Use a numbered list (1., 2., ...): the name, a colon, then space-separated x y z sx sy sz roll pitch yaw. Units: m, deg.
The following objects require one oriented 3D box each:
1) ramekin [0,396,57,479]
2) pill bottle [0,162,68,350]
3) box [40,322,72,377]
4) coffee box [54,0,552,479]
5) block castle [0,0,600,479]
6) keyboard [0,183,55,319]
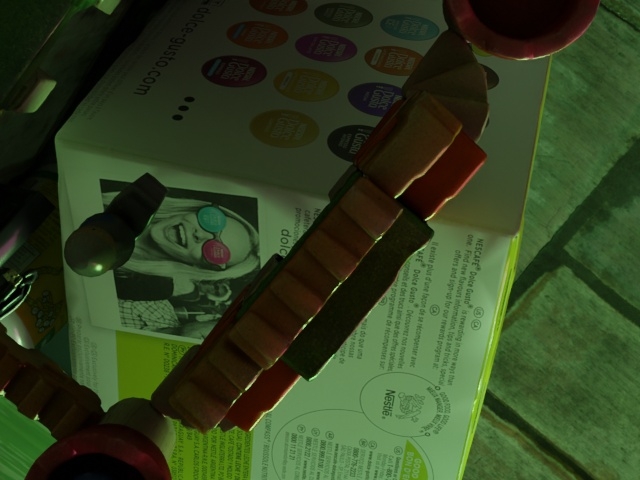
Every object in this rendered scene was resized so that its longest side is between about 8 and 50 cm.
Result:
1. ramekin: -0.345 0.295 1.201 0.303 0.148 0.303 -58 174 -9
2. pill bottle: -0.268 0.038 1.021 0.208 0.117 0.117 -50 178 -34
3. box: -0.185 0.007 1.472 0.296 0.182 0.294 -54 178 35
4. coffee box: 0.000 0.000 1.018 0.338 0.334 0.338 -67 167 -52
5. block castle: -0.087 -0.060 0.665 0.453 0.303 0.213 -51 -176 4
6. keyboard: -0.307 0.082 0.855 0.317 0.033 0.201 -51 -150 -18
